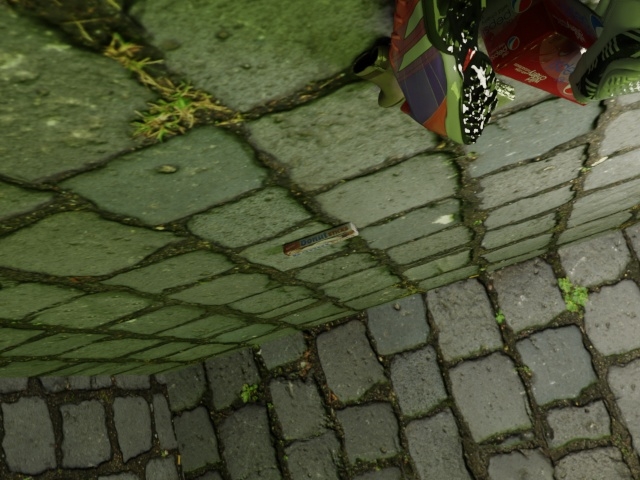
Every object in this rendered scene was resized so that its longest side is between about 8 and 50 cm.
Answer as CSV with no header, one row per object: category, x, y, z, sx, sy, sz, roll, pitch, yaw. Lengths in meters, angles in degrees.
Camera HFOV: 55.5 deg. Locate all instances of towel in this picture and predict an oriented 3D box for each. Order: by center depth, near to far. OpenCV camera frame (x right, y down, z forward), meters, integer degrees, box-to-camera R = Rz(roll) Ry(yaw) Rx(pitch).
towel,0.225,-0.215,0.937,0.148,0.027,0.110,1,158,-45

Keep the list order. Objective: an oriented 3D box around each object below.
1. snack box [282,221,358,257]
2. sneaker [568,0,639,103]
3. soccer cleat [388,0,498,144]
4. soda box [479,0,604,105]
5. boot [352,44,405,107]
snack box,0.000,0.000,1.463,0.178,0.022,0.064,-19,165,12
sneaker,0.337,-0.271,0.559,0.137,0.210,0.366,-13,175,-8
soccer cleat,0.112,-0.224,0.640,0.116,0.109,0.318,24,161,29
soda box,0.308,-0.249,0.782,0.263,0.092,0.083,0,159,-44
boot,0.080,-0.215,0.791,0.087,0.042,0.118,2,157,-30
